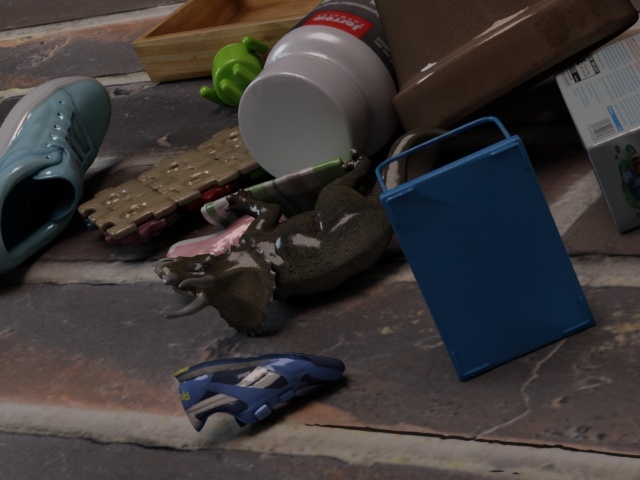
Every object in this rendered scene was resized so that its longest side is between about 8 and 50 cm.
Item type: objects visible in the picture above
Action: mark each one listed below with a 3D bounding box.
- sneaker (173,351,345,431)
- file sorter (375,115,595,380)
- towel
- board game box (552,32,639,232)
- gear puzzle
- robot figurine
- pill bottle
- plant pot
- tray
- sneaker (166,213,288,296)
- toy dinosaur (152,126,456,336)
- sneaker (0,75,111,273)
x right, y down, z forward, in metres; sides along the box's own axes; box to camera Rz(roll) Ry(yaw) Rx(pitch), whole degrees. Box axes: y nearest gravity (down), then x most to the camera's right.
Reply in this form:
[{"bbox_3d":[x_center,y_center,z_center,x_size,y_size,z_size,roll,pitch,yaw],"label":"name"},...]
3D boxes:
[{"bbox_3d":[-0.049,0.126,1.527,0.144,0.059,0.053,-8,-8,1],"label":"sneaker"},{"bbox_3d":[0.128,0.001,1.462,0.118,0.170,0.104,-24,20,2],"label":"file sorter"},{"bbox_3d":[-0.036,-0.040,1.845,0.152,0.023,0.113,-19,-14,11],"label":"towel"},{"bbox_3d":[0.377,-0.140,1.617,0.303,0.097,0.224,-23,23,9],"label":"board game box"},{"bbox_3d":[-0.106,-0.080,2.058,0.339,0.044,0.175,-28,21,-15],"label":"gear puzzle"},{"bbox_3d":[-0.105,-0.211,2.302,0.101,0.067,0.115,-51,18,15],"label":"robot figurine"},{"bbox_3d":[0.037,-0.184,1.964,0.161,0.161,0.283,-8,26,35],"label":"pill bottle"},{"bbox_3d":[0.152,-0.253,1.815,0.263,0.229,0.263,-29,0,0],"label":"plant pot"},{"bbox_3d":[-0.050,-0.304,2.429,0.411,0.076,0.203,-2,33,48],"label":"tray"},{"bbox_3d":[-0.092,0.019,1.808,0.134,0.051,0.070,-19,30,11],"label":"sneaker"},{"bbox_3d":[0.000,0.000,1.708,0.313,0.121,0.160,-20,34,0],"label":"toy dinosaur"},{"bbox_3d":[-0.324,-0.072,2.162,0.150,0.135,0.366,1,41,32],"label":"sneaker"}]
